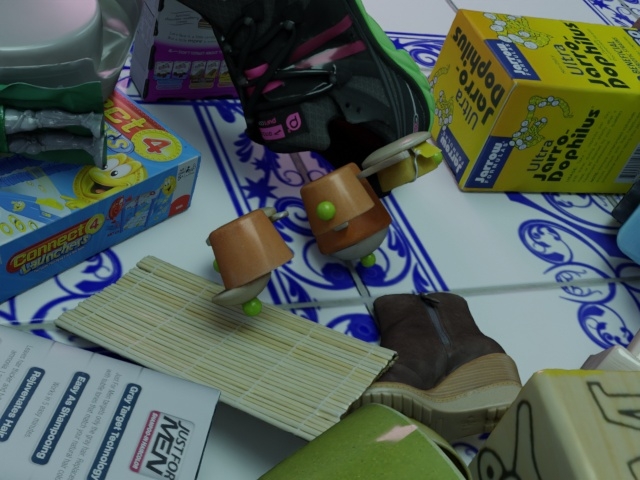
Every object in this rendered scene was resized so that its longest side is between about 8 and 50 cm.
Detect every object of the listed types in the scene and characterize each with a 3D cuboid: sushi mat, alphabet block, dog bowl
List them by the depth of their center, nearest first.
[{"bbox_3d":[0.268,0.250,0.810,0.193,0.192,0.197,6,43,-20],"label":"alphabet block"},{"bbox_3d":[-0.096,0.097,0.888,0.316,0.019,0.151,19,37,24],"label":"sushi mat"},{"bbox_3d":[-0.380,-0.248,1.018,0.349,0.102,0.349,10,39,-9],"label":"dog bowl"}]

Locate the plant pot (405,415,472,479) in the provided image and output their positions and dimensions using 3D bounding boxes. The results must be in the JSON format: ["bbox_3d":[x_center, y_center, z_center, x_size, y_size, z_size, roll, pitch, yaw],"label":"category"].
[{"bbox_3d":[0.063,0.213,0.825,0.134,0.134,0.095,11,18,-11],"label":"plant pot"}]

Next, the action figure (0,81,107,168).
[{"bbox_3d":[-0.335,-0.112,0.892,0.232,0.137,0.063,2,55,-8],"label":"action figure"}]

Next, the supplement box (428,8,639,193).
[{"bbox_3d":[0.360,-0.204,1.353,0.356,0.195,0.194,-1,44,-24],"label":"supplement box"}]

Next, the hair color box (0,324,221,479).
[{"bbox_3d":[-0.272,0.161,0.724,0.347,0.105,0.174,17,31,-4],"label":"hair color box"}]

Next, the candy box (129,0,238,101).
[{"bbox_3d":[-0.160,-0.304,1.211,0.159,0.233,0.071,-8,48,-31],"label":"candy box"}]

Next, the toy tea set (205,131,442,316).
[{"bbox_3d":[0.000,0.000,0.983,0.336,0.200,0.124,-29,95,-38],"label":"toy tea set"}]

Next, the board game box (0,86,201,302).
[{"bbox_3d":[-0.350,-0.100,1.013,0.308,0.086,0.302,38,43,19],"label":"board game box"}]

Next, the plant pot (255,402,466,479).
[{"bbox_3d":[-0.033,0.297,0.600,0.293,0.275,0.275,-23,55,-19],"label":"plant pot"}]

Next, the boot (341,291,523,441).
[{"bbox_3d":[0.083,0.132,0.968,0.248,0.090,0.207,1,29,-16],"label":"boot"}]

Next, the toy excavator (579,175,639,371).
[{"bbox_3d":[0.476,0.006,1.110,0.222,0.433,0.445,39,15,12],"label":"toy excavator"}]

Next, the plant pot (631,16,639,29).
[{"bbox_3d":[0.671,-0.268,1.552,0.263,0.263,0.229,10,60,-13],"label":"plant pot"}]

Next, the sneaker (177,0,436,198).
[{"bbox_3d":[-0.031,-0.217,1.088,0.483,0.185,0.202,36,59,-32],"label":"sneaker"}]
